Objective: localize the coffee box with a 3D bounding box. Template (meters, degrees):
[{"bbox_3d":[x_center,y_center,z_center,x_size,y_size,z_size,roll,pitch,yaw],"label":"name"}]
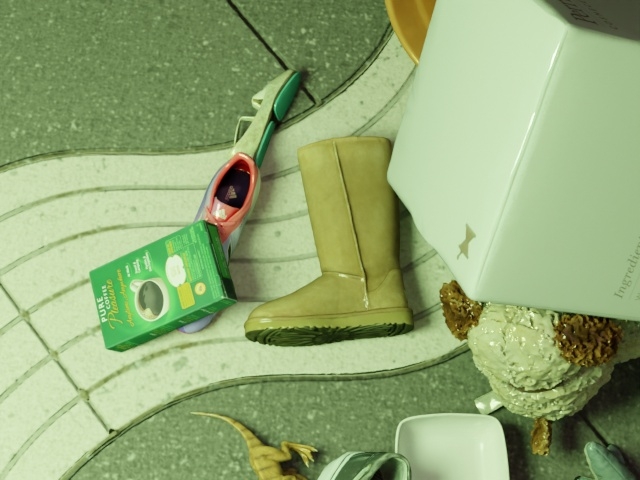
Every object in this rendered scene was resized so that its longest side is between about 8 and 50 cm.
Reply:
[{"bbox_3d":[-0.202,0.059,1.662,0.184,0.040,0.113,-25,69,19],"label":"coffee box"}]

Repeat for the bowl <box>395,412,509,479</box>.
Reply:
[{"bbox_3d":[0.161,0.292,1.642,0.142,0.053,0.142,0,69,-6],"label":"bowl"}]

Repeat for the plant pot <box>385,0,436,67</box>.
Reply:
[{"bbox_3d":[0.260,-0.353,1.799,0.291,0.291,0.203,42,54,11],"label":"plant pot"}]

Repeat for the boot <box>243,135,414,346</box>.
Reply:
[{"bbox_3d":[0.000,0.000,1.729,0.236,0.089,0.270,-2,69,-17],"label":"boot"}]

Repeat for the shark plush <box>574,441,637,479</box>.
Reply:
[{"bbox_3d":[0.384,0.322,1.641,0.073,0.067,0.161,-29,74,-15],"label":"shark plush"}]

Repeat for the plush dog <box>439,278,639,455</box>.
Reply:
[{"bbox_3d":[0.256,0.134,1.588,0.262,0.225,0.211,7,70,27],"label":"plush dog"}]

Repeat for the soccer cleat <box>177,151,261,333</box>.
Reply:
[{"bbox_3d":[-0.141,0.000,1.706,0.083,0.095,0.248,20,68,3],"label":"soccer cleat"}]

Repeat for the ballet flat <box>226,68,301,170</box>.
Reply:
[{"bbox_3d":[-0.081,-0.173,1.802,0.052,0.057,0.168,19,68,13],"label":"ballet flat"}]

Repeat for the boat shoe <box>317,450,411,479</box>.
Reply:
[{"bbox_3d":[0.013,0.381,1.516,0.121,0.119,0.335,33,55,-18],"label":"boat shoe"}]

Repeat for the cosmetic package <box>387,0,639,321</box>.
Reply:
[{"bbox_3d":[0.340,-0.120,1.550,0.393,0.328,0.329,7,25,-20],"label":"cosmetic package"}]

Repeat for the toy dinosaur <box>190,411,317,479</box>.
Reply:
[{"bbox_3d":[-0.067,0.269,1.615,0.112,0.064,0.211,13,29,-36],"label":"toy dinosaur"}]
